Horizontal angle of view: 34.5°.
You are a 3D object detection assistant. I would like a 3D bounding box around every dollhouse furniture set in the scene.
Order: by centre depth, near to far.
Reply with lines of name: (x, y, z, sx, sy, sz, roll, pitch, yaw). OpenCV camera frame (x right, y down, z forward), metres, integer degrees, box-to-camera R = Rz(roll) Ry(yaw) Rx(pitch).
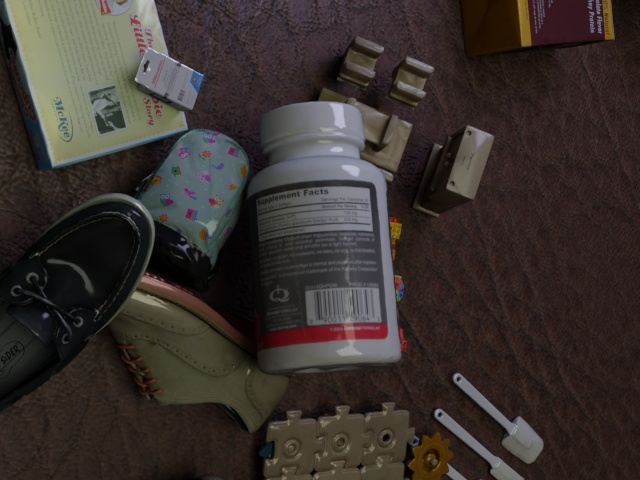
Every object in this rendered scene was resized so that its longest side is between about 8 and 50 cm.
dollhouse furniture set: (0.097, -0.133, 1.468, 0.242, 0.161, 0.212, 21, 80, -8)

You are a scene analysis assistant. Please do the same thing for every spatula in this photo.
spatula: (0.249, 0.324, 1.629, 0.242, 0.019, 0.168, 43, 76, -25)

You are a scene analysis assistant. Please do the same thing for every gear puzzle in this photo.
gear puzzle: (0.055, 0.317, 1.491, 0.339, 0.044, 0.175, 1, 97, -32)

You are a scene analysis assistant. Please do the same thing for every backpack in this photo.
backpack: (-0.158, -0.047, 1.286, 0.152, 0.115, 0.182, 31, 66, -4)

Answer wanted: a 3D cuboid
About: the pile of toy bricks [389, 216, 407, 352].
pile of toy bricks: (0.080, 0.068, 1.457, 0.118, 0.105, 0.212, 9, 88, -32)

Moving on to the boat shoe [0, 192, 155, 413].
boat shoe: (-0.313, 0.089, 1.120, 0.340, 0.113, 0.127, -38, 105, 11)

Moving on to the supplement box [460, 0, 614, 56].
supplement box: (0.328, -0.388, 1.576, 0.194, 0.129, 0.191, -11, 98, -31)

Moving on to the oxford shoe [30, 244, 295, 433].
oxford shoe: (-0.195, 0.128, 1.274, 0.397, 0.140, 0.146, 30, 83, -28)

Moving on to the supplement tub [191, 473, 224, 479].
supplement tub: (-0.192, 0.395, 1.281, 0.200, 0.144, 0.144, -22, 103, -29)

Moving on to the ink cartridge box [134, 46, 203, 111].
ink cartridge box: (-0.190, -0.196, 1.254, 0.083, 0.028, 0.048, 25, 77, -34)

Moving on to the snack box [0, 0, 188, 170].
snack box: (-0.290, -0.263, 1.238, 0.187, 0.060, 0.322, -20, 103, -31)

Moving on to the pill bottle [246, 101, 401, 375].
pill bottle: (0.000, 0.000, 1.260, 0.176, 0.176, 0.318, 3, 77, -32)
